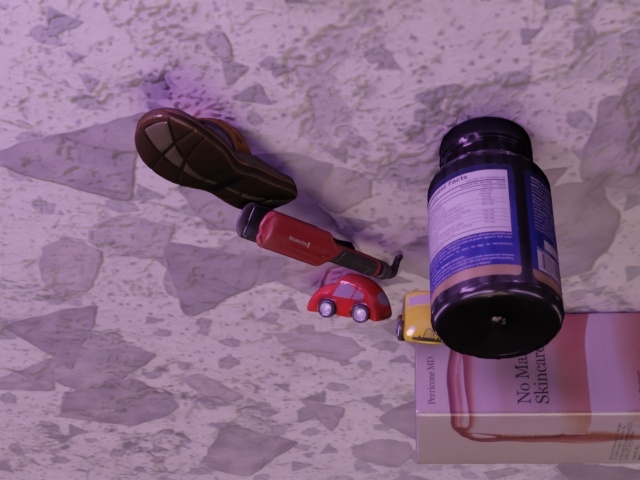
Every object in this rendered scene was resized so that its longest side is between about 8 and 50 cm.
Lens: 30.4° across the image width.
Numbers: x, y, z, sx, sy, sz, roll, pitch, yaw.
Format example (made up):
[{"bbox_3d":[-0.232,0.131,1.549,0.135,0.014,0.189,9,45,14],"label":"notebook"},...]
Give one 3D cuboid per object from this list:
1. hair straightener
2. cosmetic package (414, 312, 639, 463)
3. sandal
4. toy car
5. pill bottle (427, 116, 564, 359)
[{"bbox_3d":[0.000,0.000,1.284,0.230,0.047,0.089,13,-173,-41],"label":"hair straightener"},{"bbox_3d":[0.262,0.180,1.435,0.296,0.153,0.129,-2,141,4],"label":"cosmetic package"},{"bbox_3d":[-0.101,-0.089,1.177,0.090,0.060,0.219,-19,153,34],"label":"sandal"},{"bbox_3d":[0.131,0.074,1.342,0.224,0.053,0.239,2,-174,-32],"label":"toy car"},{"bbox_3d":[0.164,-0.008,1.128,0.122,0.219,0.123,2,143,1],"label":"pill bottle"}]
